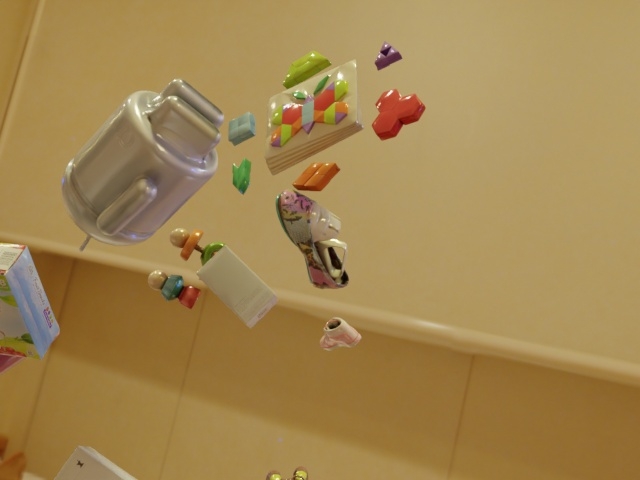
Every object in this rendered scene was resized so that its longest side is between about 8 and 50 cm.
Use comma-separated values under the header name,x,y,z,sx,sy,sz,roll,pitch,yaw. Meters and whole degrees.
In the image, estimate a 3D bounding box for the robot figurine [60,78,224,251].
name,x,y,z,sx,sy,sz,roll,pitch,yaw
robot figurine,-0.327,-0.127,1.365,0.200,0.353,0.300,40,25,-21

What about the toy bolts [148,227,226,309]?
name,x,y,z,sx,sy,sz,roll,pitch,yaw
toy bolts,-0.409,0.083,2.271,0.159,0.228,0.218,28,-14,-5

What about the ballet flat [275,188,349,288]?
name,x,y,z,sx,sy,sz,roll,pitch,yaw
ballet flat,0.000,0.000,1.169,0.079,0.076,0.221,2,-39,21

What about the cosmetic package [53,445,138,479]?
name,x,y,z,sx,sy,sz,roll,pitch,yaw
cosmetic package,-0.417,0.599,1.324,0.284,0.377,0.097,31,-15,8

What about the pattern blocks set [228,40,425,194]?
name,x,y,z,sx,sy,sz,roll,pitch,yaw
pattern blocks set,-0.012,-0.194,1.177,0.325,0.285,0.026,-31,-44,17

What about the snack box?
name,x,y,z,sx,sy,sz,roll,pitch,yaw
snack box,-0.504,0.081,1.090,0.207,0.070,0.174,5,-49,9

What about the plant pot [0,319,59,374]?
name,x,y,z,sx,sy,sz,roll,pitch,yaw
plant pot,-0.743,0.217,1.757,0.201,0.180,0.201,43,2,-2

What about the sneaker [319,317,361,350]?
name,x,y,z,sx,sy,sz,roll,pitch,yaw
sneaker,0.027,0.203,1.673,0.070,0.051,0.134,45,-30,-18

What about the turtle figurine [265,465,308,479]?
name,x,y,z,sx,sy,sz,roll,pitch,yaw
turtle figurine,-0.082,0.601,1.793,0.270,0.087,0.217,-20,5,-9

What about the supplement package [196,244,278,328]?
name,x,y,z,sx,sy,sz,roll,pitch,yaw
supplement package,-0.205,0.116,1.884,0.179,0.105,0.105,43,-8,10
